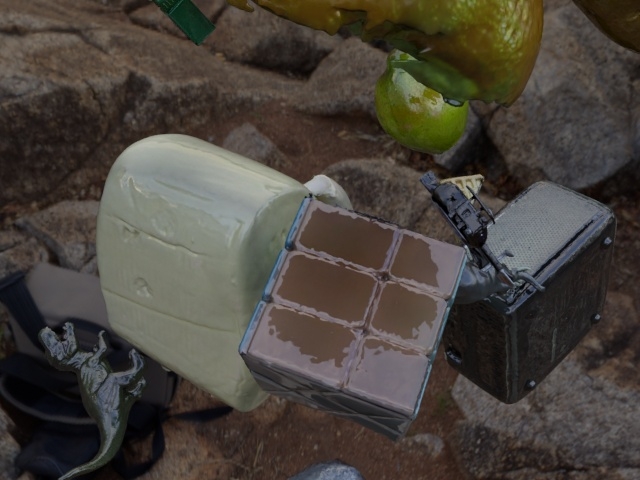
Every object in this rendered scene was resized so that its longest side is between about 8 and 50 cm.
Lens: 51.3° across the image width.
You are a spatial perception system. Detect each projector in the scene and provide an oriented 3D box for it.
[{"bbox_3d":[0.494,0.129,1.593,0.405,0.395,0.242,-38,49,-22],"label":"projector"}]

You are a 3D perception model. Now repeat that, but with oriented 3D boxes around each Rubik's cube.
[{"bbox_3d":[0.046,0.111,0.885,0.221,0.231,0.224,18,68,10],"label":"Rubik's cube"}]

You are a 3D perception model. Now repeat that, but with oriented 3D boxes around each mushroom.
[{"bbox_3d":[0.000,0.000,1.378,0.123,0.351,0.095,7,51,-4],"label":"mushroom"}]

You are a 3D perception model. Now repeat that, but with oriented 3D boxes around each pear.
[{"bbox_3d":[0.199,-0.288,1.355,0.187,0.219,0.187,-30,32,22],"label":"pear"}]

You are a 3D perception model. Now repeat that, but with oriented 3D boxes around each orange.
[{"bbox_3d":[0.035,-0.221,0.512,0.335,0.196,0.262,18,36,-29],"label":"orange"}]

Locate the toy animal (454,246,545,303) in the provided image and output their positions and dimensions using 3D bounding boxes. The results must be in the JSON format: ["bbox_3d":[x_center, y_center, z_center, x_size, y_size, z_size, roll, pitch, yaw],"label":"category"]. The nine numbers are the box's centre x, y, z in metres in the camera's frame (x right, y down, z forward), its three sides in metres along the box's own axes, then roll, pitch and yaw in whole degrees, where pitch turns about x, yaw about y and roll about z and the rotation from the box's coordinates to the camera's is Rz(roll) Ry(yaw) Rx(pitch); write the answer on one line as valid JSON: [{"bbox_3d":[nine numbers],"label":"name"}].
[{"bbox_3d":[0.318,0.056,1.316,0.270,0.082,0.137,-2,55,-31],"label":"toy animal"}]

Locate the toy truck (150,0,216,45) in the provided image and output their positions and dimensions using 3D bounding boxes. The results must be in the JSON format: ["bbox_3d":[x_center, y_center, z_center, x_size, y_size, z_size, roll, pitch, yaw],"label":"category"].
[{"bbox_3d":[-0.303,-0.494,1.421,0.065,0.147,0.079,-46,45,2],"label":"toy truck"}]

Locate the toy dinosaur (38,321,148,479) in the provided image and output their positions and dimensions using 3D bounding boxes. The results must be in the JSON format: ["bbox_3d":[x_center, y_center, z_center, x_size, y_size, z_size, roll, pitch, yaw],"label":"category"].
[{"bbox_3d":[-0.312,0.206,0.855,0.187,0.087,0.179,34,53,17],"label":"toy dinosaur"}]

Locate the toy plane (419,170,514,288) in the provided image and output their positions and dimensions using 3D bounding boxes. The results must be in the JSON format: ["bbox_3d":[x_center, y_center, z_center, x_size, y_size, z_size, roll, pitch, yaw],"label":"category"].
[{"bbox_3d":[0.207,-0.012,0.906,0.053,0.078,0.197,-39,96,-3],"label":"toy plane"}]

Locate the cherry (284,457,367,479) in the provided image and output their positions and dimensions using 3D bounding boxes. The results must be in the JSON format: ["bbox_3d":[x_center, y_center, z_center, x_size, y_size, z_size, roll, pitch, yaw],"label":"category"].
[{"bbox_3d":[-0.015,0.586,1.359,0.296,0.255,0.218,-43,98,2],"label":"cherry"}]

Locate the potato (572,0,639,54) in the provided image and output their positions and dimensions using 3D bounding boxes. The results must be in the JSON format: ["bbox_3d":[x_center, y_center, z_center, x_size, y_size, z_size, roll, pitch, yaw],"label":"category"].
[{"bbox_3d":[0.399,-0.383,0.839,0.195,0.369,0.176,-52,31,-14],"label":"potato"}]

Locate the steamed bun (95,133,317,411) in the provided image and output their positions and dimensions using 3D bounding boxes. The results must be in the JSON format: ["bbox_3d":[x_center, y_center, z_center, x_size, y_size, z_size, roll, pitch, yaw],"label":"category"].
[{"bbox_3d":[-0.172,0.046,1.199,0.371,0.455,0.290,24,36,21],"label":"steamed bun"}]

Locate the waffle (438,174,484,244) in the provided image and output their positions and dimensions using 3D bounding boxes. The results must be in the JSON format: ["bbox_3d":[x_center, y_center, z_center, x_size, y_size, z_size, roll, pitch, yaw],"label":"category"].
[{"bbox_3d":[0.290,-0.063,1.294,0.098,0.023,0.152,-5,56,-7],"label":"waffle"}]
